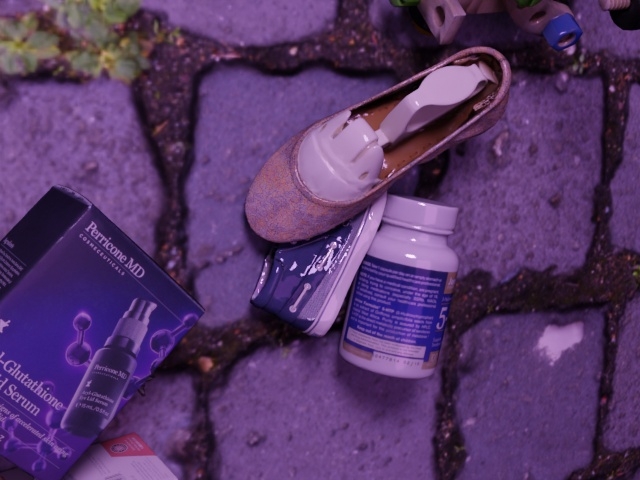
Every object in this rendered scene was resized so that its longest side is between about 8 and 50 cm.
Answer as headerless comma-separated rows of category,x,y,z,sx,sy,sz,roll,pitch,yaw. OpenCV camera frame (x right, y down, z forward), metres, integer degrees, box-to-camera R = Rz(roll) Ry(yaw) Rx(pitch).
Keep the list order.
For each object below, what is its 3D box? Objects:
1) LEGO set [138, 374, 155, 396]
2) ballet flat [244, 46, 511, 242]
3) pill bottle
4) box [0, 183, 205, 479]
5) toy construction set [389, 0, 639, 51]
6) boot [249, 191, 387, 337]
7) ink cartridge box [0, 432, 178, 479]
LEGO set,-0.171,0.110,0.878,0.054,0.023,0.083,55,53,-72
ballet flat,0.061,-0.108,0.900,0.316,0.106,0.107,-34,82,-14
pill bottle,0.090,0.047,0.981,0.112,0.112,0.186,7,99,-34
box,-0.232,0.079,0.782,0.207,0.108,0.153,-50,123,-12
toy construction set,0.182,-0.335,0.901,0.237,0.257,0.309,-10,87,-18
boot,0.000,0.000,0.941,0.086,0.069,0.190,27,75,-16
ink cartridge box,-0.238,0.252,0.818,0.198,0.115,0.067,-12,109,-29
